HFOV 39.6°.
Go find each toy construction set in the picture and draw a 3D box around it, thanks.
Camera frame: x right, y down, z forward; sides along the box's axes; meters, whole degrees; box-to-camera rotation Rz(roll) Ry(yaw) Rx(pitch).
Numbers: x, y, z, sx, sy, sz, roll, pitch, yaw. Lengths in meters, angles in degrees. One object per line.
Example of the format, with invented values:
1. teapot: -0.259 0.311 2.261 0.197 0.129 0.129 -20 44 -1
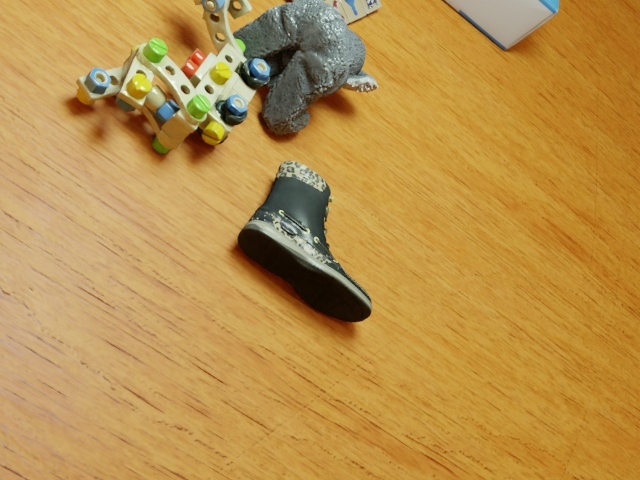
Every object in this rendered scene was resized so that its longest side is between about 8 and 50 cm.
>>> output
1. toy construction set: -0.189 -0.261 1.312 0.215 0.151 0.327 39 58 -15

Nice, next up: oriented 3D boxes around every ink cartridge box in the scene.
1. ink cartridge box: 0.396 -0.673 2.011 0.285 0.166 0.394 34 49 -21

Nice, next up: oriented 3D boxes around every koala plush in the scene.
1. koala plush: 0.003 -0.304 1.472 0.221 0.203 0.196 -18 78 -56

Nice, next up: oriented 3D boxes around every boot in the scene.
1. boot: 0.000 -0.001 1.350 0.236 0.085 0.178 37 45 -17

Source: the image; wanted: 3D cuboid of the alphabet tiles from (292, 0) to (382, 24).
1. alphabet tiles: -0.002 -0.573 1.666 0.285 0.011 0.342 -36 106 -42
